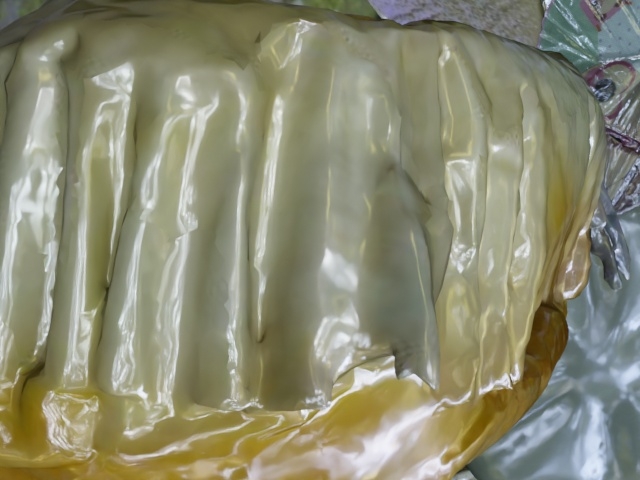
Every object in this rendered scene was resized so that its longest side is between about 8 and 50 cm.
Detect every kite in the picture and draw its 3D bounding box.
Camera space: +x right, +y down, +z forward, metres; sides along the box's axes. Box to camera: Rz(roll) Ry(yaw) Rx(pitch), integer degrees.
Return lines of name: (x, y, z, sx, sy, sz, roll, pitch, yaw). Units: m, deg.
kite: (0.110, -0.082, 0.702, 0.250, 0.012, 0.229, 16, 100, -13)

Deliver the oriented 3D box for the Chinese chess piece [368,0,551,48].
Chinese chess piece: (0.142, -0.288, 1.219, 0.112, 0.270, 0.270, -48, 149, -22)

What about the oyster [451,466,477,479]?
oyster: (0.106, 0.295, 1.233, 0.341, 0.166, 0.110, -27, 168, -45)

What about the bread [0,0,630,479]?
bread: (-0.012, -0.002, 0.503, 0.389, 0.236, 0.183, -14, 111, -68)

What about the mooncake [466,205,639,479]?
mooncake: (0.182, 0.059, 0.883, 0.275, 0.135, 0.274, -1, 109, -3)
